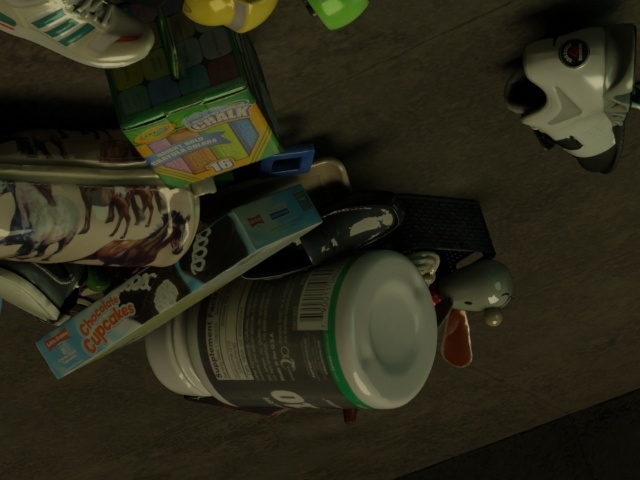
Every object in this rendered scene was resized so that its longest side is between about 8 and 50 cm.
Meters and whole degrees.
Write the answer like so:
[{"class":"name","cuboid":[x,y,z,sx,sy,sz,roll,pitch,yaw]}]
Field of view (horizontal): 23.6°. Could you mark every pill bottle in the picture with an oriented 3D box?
[{"class":"pill bottle","cuboid":[-0.046,0.120,2.019,0.361,0.204,0.204,-4,170,39]}]

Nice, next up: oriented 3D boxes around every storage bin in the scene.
[{"class":"storage bin","cuboid":[0.141,0.003,2.145,0.180,0.084,0.122,3,152,-41]}]

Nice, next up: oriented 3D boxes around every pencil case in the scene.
[{"class":"pencil case","cuboid":[-0.321,-0.051,1.575,0.410,0.159,0.183,0,173,-34]}]

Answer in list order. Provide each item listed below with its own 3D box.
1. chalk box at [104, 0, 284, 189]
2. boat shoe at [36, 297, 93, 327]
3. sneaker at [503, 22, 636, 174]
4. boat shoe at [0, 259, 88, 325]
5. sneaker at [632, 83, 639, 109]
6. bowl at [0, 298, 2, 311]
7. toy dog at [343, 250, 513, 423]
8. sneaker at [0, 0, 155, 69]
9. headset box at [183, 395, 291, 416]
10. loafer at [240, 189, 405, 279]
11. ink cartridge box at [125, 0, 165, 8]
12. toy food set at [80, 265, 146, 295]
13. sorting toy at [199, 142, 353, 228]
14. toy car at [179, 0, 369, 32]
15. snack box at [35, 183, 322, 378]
[{"class":"chalk box","cuboid":[-0.133,-0.159,1.481,0.132,0.132,0.213,-18,158,6]},{"class":"boat shoe","cuboid":[-0.333,0.113,2.127,0.056,0.049,0.152,-29,155,32]},{"class":"sneaker","cuboid":[0.292,-0.170,1.812,0.146,0.122,0.330,0,162,9]},{"class":"boat shoe","cuboid":[-0.332,0.033,1.791,0.116,0.099,0.319,26,172,2]},{"class":"sneaker","cuboid":[0.424,-0.174,1.968,0.098,0.038,0.069,-8,157,-19]},{"class":"bowl","cuboid":[-0.534,0.176,1.821,0.391,0.077,0.391,-53,170,-13]},{"class":"toy dog","cuboid":[0.114,0.150,2.156,0.220,0.161,0.334,4,154,-43]},{"class":"sneaker","cuboid":[-0.221,-0.205,1.348,0.161,0.057,0.075,18,146,-7]},{"class":"headset box","cuboid":[-0.059,0.180,2.407,0.218,0.110,0.293,-26,157,23]},{"class":"loafer","cuboid":[0.000,0.000,1.888,0.223,0.078,0.076,-18,119,19]},{"class":"ink cartridge box","cuboid":[-0.094,-0.318,1.213,0.176,0.069,0.371,6,148,-45]},{"class":"toy food set","cuboid":[-0.251,0.049,1.997,0.128,0.071,0.218,-11,159,-12]},{"class":"sorting toy","cuboid":[-0.058,-0.055,1.915,0.196,0.047,0.347,-13,159,3]},{"class":"toy car","cuboid":[0.003,-0.245,1.426,0.239,0.053,0.225,-34,164,8]},{"class":"snack box","cuboid":[-0.167,0.048,1.817,0.322,0.060,0.187,-32,177,26]}]
